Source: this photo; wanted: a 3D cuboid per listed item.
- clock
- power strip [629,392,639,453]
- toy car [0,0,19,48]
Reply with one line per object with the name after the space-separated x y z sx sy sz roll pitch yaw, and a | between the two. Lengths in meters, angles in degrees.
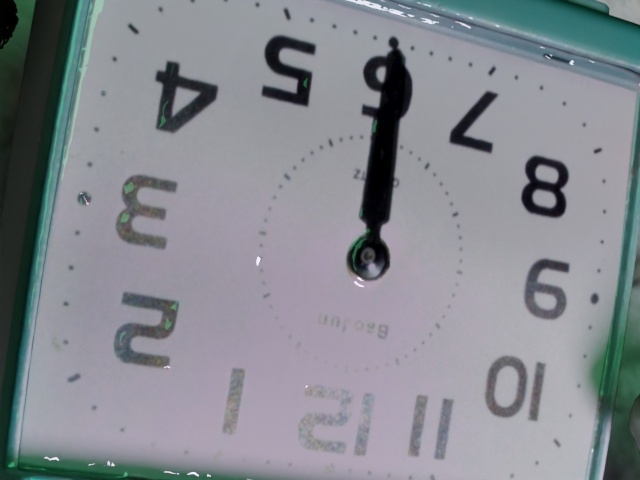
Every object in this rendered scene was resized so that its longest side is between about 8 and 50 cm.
0.000 0.000 0.614 0.262 0.116 0.231 11 85 -29 | clock
0.177 0.137 0.673 0.145 0.061 0.216 -50 130 -28 | power strip
-0.164 -0.172 0.538 0.204 0.198 0.248 31 55 -20 | toy car
